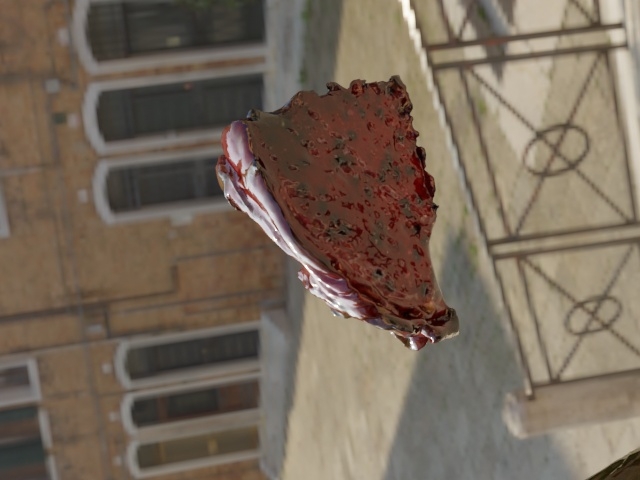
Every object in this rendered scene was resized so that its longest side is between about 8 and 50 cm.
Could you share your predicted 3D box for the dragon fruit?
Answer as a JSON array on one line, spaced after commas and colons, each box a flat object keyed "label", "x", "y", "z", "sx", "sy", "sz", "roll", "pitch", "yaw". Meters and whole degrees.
[{"label": "dragon fruit", "x": -0.007, "y": 0.002, "z": 1.497, "sx": 0.228, "sy": 0.286, "sz": 0.329, "roll": -19, "pitch": 92, "yaw": 45}]

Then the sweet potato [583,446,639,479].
[{"label": "sweet potato", "x": 0.150, "y": 0.083, "z": 0.318, "sx": 0.422, "sy": 0.130, "sz": 0.131, "roll": -28, "pitch": 67, "yaw": 42}]
